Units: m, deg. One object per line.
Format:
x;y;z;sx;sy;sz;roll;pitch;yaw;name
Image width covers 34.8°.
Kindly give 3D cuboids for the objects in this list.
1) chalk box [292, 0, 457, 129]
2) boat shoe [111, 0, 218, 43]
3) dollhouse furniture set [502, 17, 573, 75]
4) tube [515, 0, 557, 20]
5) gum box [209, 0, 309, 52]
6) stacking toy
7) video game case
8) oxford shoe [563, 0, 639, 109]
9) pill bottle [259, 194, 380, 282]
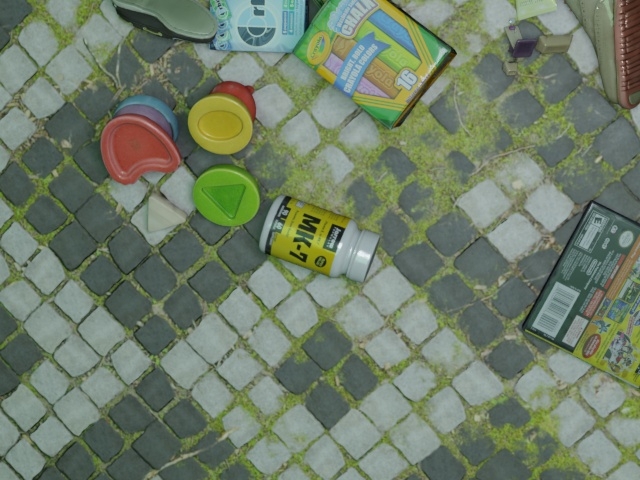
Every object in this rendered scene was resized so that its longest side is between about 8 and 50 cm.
0.074;-0.355;1.830;0.289;0.180;0.179;38;103;4;chalk box
-0.292;-0.422;1.932;0.228;0.068;0.081;26;63;14;boat shoe
0.388;-0.360;1.857;0.114;0.091;0.081;-5;56;-10;dollhouse furniture set
0.363;-0.516;1.806;0.062;0.070;0.240;-11;97;6;tube
-0.115;-0.433;1.921;0.185;0.041;0.156;5;100;11;gum box
-0.247;-0.170;1.982;0.309;0.130;0.279;-6;124;14;stacking toy
0.547;0.102;1.888;0.248;0.035;0.274;27;102;6;video game case
0.493;-0.425;1.787;0.147;0.140;0.396;2;107;42;oxford shoe
0.000;0.000;1.930;0.209;0.119;0.119;19;102;7;pill bottle
